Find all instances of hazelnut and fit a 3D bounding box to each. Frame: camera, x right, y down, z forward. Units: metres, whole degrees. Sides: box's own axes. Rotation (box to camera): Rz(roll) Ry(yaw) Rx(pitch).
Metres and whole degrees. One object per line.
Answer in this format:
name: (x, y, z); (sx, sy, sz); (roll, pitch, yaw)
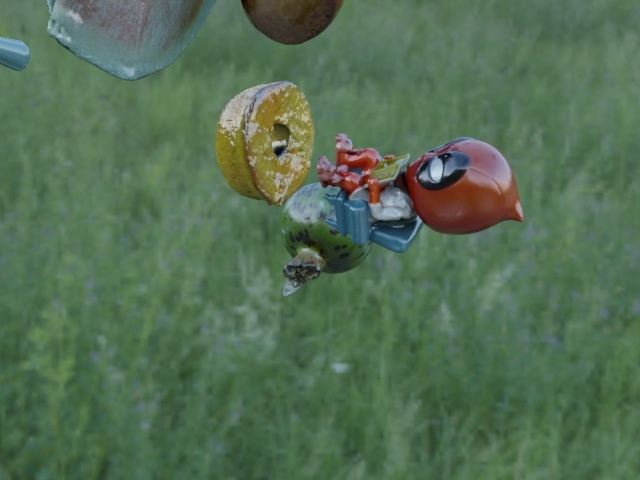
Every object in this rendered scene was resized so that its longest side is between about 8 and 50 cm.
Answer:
hazelnut: (-0.019, -0.186, 0.916); (0.086, 0.086, 0.086); (0, 6, 0)

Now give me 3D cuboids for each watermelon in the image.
watermelon: (-0.135, -0.279, 0.902); (0.148, 0.318, 0.226); (19, -16, 6)

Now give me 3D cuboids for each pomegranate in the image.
pomegranate: (0.000, 0.000, 1.485); (0.122, 0.122, 0.161); (5, 52, 37)

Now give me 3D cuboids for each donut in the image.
donut: (-0.082, -0.140, 1.763); (0.074, 0.174, 0.190); (-1, 38, 31)

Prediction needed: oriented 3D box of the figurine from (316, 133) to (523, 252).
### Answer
figurine: (0.072, -0.033, 0.866); (0.140, 0.075, 0.068); (5, 36, 22)

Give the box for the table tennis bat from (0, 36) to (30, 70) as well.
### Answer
table tennis bat: (-0.475, -0.265, 1.606); (0.040, 0.153, 0.244); (-2, -7, 34)
